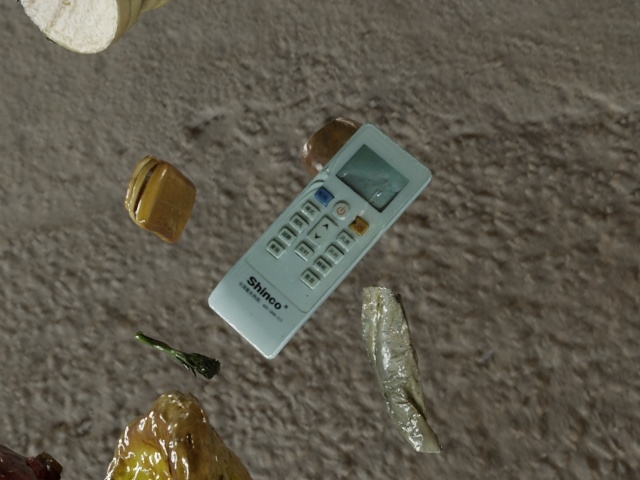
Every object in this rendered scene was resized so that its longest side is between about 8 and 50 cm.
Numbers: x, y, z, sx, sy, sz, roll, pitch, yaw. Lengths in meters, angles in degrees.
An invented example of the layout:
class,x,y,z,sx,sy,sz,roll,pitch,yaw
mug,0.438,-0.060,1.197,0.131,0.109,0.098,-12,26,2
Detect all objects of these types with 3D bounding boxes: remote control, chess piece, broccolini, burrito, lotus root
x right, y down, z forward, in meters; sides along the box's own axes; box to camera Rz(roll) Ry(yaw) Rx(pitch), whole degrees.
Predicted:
class,x,y,z,sx,sy,sz,roll,pitch,yaw
remote control,0.000,0.000,0.614,0.061,0.029,0.162,42,84,13
chess piece,-0.225,-0.338,1.130,0.137,0.137,0.301,-2,31,26
broccolini,-0.190,0.148,1.249,0.140,0.030,0.035,20,29,31
burrito,0.094,0.153,1.121,0.058,0.229,0.063,-11,18,28
lotus root,0.034,-0.147,1.526,0.122,0.112,0.081,-28,73,-43

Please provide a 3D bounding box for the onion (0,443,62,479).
class,x,y,z,sx,sy,sz,roll,pitch,yaw
onion,-0.310,0.284,0.939,0.151,0.206,0.098,-44,17,-28

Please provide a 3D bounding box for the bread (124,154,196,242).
class,x,y,z,sx,sy,sz,roll,pitch,yaw
bread,-0.270,-0.069,1.567,0.077,0.200,0.116,24,85,11

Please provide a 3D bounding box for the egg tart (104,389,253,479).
class,x,y,z,sx,sy,sz,roll,pitch,yaw
egg tart,-0.165,0.334,1.044,0.341,0.129,0.341,-43,36,43
